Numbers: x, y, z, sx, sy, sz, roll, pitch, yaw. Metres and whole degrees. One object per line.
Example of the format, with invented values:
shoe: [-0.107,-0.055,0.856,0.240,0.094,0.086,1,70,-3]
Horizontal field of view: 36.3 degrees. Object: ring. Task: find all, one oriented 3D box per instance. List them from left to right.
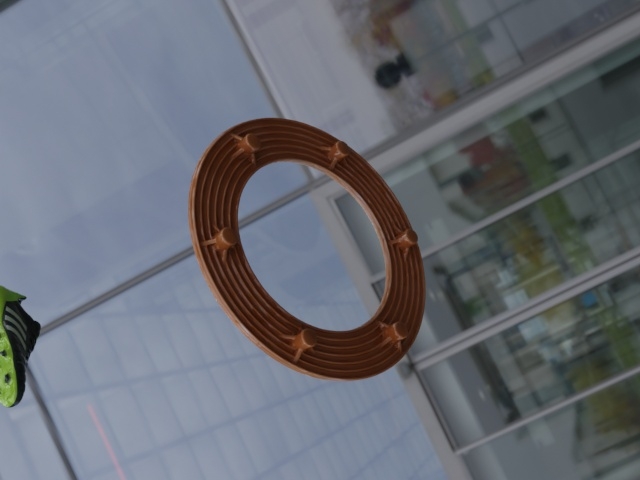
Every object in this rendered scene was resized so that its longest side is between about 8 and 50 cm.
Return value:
ring: [0.000,0.000,1.133,0.337,0.032,0.336,22,-128,-31]

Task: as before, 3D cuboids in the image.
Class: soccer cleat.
soccer cleat: [-0.370,0.125,1.183,0.072,0.060,0.179,18,-145,-42]
